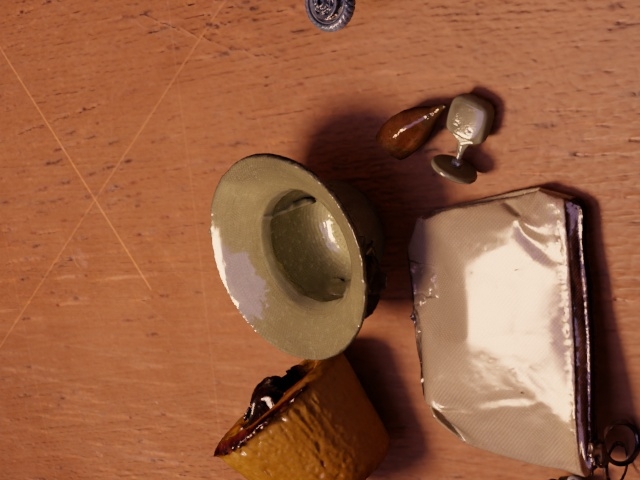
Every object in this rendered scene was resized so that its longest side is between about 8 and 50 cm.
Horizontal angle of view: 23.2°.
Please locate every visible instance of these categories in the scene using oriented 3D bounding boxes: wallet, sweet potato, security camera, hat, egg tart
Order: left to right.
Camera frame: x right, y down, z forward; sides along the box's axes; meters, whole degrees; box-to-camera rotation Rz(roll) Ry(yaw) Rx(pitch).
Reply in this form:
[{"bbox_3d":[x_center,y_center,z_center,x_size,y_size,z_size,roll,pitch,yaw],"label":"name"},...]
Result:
[{"bbox_3d":[-0.016,0.239,1.950,0.171,0.215,0.215,48,138,-3],"label":"egg tart"},{"bbox_3d":[0.000,0.000,1.852,0.257,0.130,0.257,23,126,37],"label":"hat"},{"bbox_3d":[0.106,-0.127,1.740,0.117,0.049,0.049,-33,85,52],"label":"sweet potato"},{"bbox_3d":[0.160,-0.114,1.701,0.058,0.058,0.092,37,120,28],"label":"security camera"},{"bbox_3d":[0.212,0.103,1.742,0.274,0.068,0.335,2,105,41],"label":"wallet"}]

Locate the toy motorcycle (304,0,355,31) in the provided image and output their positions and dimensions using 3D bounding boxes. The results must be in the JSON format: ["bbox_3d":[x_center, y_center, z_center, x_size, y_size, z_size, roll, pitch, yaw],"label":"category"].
[{"bbox_3d":[0.002,-0.361,1.704,0.135,0.092,0.254,-26,81,40],"label":"toy motorcycle"}]

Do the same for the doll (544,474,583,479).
[{"bbox_3d":[0.264,0.325,1.794,0.094,0.079,0.180,24,138,1],"label":"doll"}]
